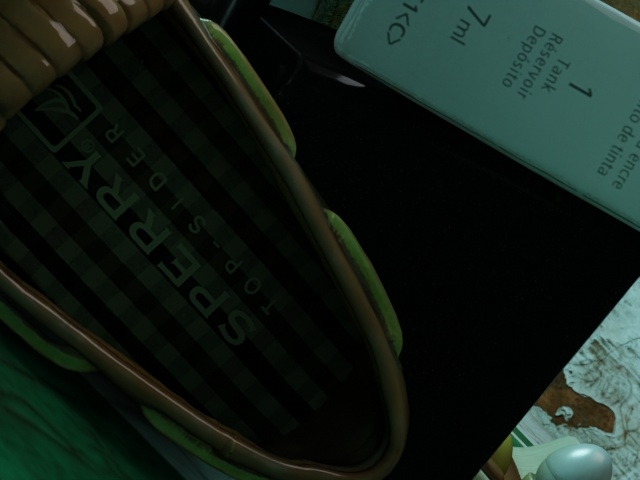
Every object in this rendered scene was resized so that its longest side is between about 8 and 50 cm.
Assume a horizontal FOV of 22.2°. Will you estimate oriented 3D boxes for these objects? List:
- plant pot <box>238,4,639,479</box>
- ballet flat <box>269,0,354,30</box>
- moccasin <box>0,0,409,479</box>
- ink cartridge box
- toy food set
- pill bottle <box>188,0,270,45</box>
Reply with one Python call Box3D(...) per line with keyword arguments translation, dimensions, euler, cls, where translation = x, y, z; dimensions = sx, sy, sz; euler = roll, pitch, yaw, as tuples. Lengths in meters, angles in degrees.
Box3D(translation=(0.000, 0.000, 0.727), dimensions=(0.167, 0.187, 0.188), euler=(34, 9, -25), cls="plant pot")
Box3D(translation=(-0.062, -0.127, 0.866), dimensions=(0.348, 0.123, 0.123), euler=(-5, -40, 48), cls="ballet flat")
Box3D(translation=(-0.104, -0.055, 0.511), dimensions=(0.380, 0.139, 0.147), euler=(55, -9, -23), cls="moccasin")
Box3D(translation=(0.159, -0.030, 0.669), dimensions=(0.261, 0.066, 0.296), euler=(33, 11, 11), cls="ink cartridge box")
Box3D(translation=(0.112, 0.096, 1.176), dimensions=(0.306, 0.092, 0.220), euler=(51, 10, -18), cls="toy food set")
Box3D(translation=(-0.104, -0.170, 0.626), dimensions=(0.219, 0.123, 0.123), euler=(33, 4, -1), cls="pill bottle")
